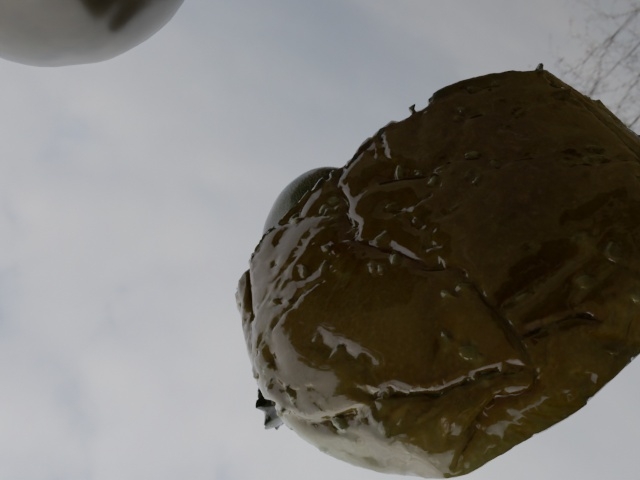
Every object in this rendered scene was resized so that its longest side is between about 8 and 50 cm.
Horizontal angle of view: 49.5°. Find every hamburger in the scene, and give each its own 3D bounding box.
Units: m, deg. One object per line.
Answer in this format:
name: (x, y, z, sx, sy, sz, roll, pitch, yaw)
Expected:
hamburger: (0.084, 0.033, 0.416, 0.132, 0.309, 0.211, 53, -176, -38)

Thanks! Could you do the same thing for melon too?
melon: (0.000, 0.000, 0.578, 0.098, 0.131, 0.098, 10, -144, -8)

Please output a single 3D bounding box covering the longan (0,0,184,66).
longan: (-0.181, -0.230, 0.419, 0.248, 0.248, 0.248, 24, -145, -19)
